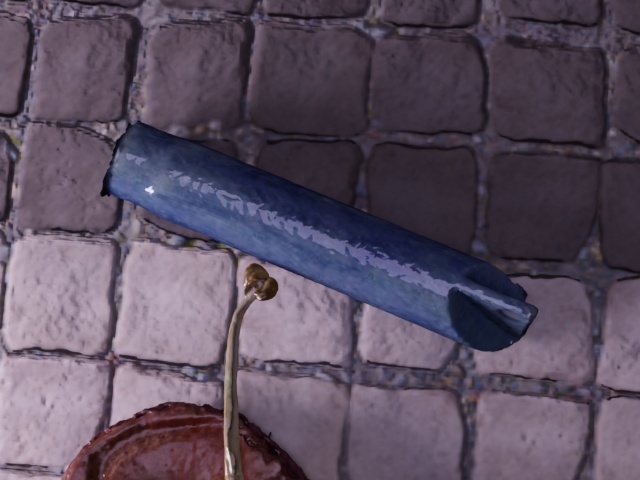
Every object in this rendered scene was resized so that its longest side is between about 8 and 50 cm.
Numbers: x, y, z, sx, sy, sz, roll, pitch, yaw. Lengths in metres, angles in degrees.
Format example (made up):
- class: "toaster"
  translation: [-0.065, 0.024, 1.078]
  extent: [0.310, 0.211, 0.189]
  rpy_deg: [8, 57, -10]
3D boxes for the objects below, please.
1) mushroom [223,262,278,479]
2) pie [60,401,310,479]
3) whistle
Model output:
- class: "mushroom"
  translation: [-0.052, 0.151, 0.844]
  extent: [0.026, 0.028, 0.286]
  rpy_deg: [20, 66, -37]
- class: "pie"
  translation: [-0.091, 0.196, 0.865]
  extent: [0.182, 0.049, 0.182]
  rpy_deg: [-1, 70, 1]
- class: "whistle"
  translation: [0.000, 0.000, 0.890]
  extent: [0.304, 0.062, 0.062]
  rpy_deg: [22, 83, 7]
